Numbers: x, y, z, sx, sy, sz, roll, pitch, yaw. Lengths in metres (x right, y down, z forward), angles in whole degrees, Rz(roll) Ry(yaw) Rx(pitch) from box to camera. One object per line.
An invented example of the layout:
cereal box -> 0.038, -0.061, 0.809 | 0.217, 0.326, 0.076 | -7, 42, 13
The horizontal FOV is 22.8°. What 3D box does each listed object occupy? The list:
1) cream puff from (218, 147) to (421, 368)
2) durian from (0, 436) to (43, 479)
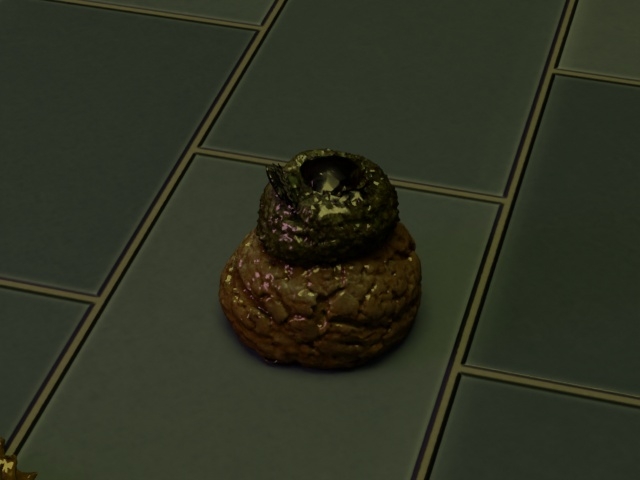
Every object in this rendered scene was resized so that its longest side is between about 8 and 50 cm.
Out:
cream puff -> 0.000, 0.000, 1.394 | 0.183, 0.169, 0.183 | 0, 40, 0
durian -> -0.307, 0.200, 1.211 | 0.305, 0.185, 0.195 | 21, 20, 36
